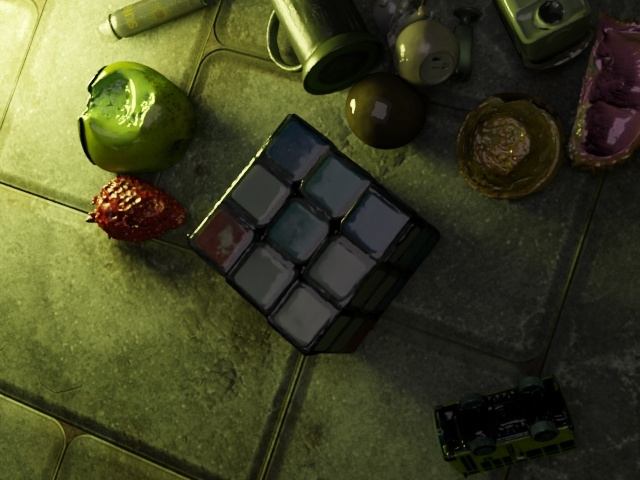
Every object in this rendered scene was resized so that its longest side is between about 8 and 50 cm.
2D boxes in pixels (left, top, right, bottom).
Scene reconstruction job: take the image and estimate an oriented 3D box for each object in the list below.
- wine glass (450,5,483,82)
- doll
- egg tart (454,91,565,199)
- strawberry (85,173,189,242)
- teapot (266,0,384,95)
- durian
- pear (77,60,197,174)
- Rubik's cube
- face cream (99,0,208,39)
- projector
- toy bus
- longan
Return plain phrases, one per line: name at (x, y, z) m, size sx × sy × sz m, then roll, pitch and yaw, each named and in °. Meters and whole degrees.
wine glass at (0.315, -0.438, 1.831) m, size 0.072 × 0.072 × 0.156 m, roll 10°, pitch 85°, yaw 17°
doll at (0.198, -0.456, 1.809) m, size 0.151 × 0.151 × 0.287 m, roll -34°, pitch 49°, yaw 9°
egg tart at (0.397, -0.204, 1.750) m, size 0.241 × 0.106 × 0.241 m, roll 0°, pitch 90°, yaw 25°
strawberry at (-0.447, -0.062, 1.982) m, size 0.228 × 0.098 × 0.174 m, roll 25°, pitch 90°, yaw 19°
teapot at (-0.029, -0.513, 1.892) m, size 0.270 × 0.200 × 0.337 m, roll -38°, pitch 69°, yaw 40°
durian at (0.626, -0.292, 1.704) m, size 0.191 × 0.112 × 0.341 m, roll 11°, pitch 96°, yaw 10°
pear at (-0.429, -0.289, 1.981) m, size 0.292 × 0.159 × 0.293 m, roll -2°, pitch 82°, yaw 13°
Rubik's cube at (0.000, 0.000, 1.714) m, size 0.358 × 0.363 × 0.362 m, roll 37°, pitch 94°, yaw 15°
face cream at (-0.422, -0.573, 2.060) m, size 0.283 × 0.073 × 0.073 m, roll -17°, pitch 78°, yaw 13°
projector at (0.468, -0.490, 1.740) m, size 0.163 × 0.177 × 0.243 m, roll -25°, pitch 78°, yaw 12°
toy bus at (0.373, 0.379, 1.657) m, size 0.262 × 0.150 × 0.128 m, roll -18°, pitch 49°, yaw 13°
longan at (0.153, -0.291, 1.818) m, size 0.204 × 0.159 × 0.185 m, roll -16°, pitch 60°, yaw -24°
